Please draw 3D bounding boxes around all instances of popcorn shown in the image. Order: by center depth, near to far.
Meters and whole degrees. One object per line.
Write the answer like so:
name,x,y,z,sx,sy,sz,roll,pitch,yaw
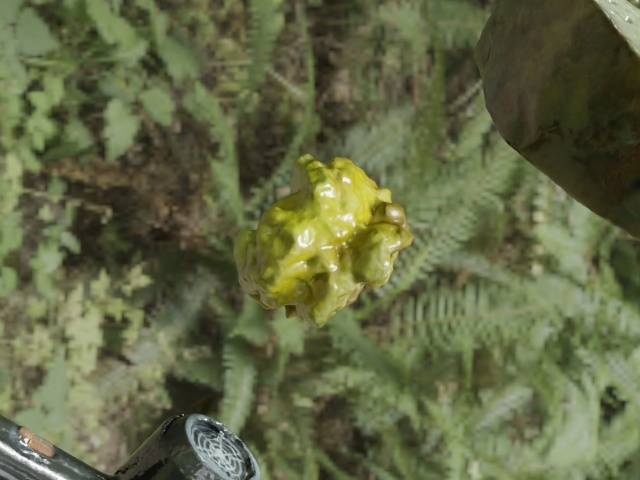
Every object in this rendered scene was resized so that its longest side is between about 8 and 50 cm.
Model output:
popcorn,0.002,0.005,1.469,0.155,0.197,0.197,38,47,-5

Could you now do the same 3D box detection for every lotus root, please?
lotus root,0.214,-0.083,0.921,0.235,0.119,0.138,33,32,-12

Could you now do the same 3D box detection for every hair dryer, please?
hair dryer,-0.230,0.174,1.152,0.352,0.189,0.107,36,18,-28
